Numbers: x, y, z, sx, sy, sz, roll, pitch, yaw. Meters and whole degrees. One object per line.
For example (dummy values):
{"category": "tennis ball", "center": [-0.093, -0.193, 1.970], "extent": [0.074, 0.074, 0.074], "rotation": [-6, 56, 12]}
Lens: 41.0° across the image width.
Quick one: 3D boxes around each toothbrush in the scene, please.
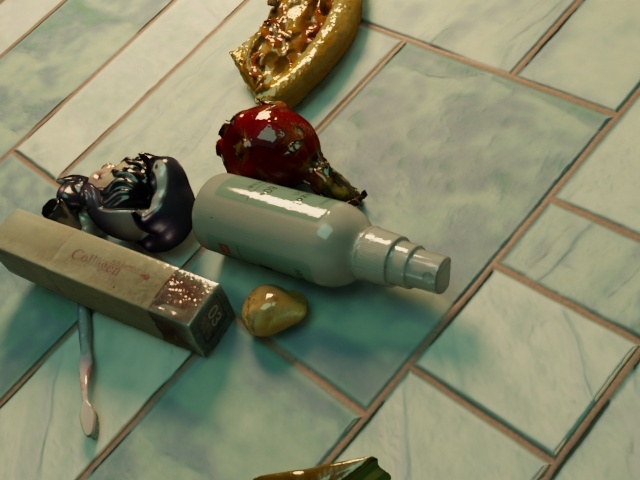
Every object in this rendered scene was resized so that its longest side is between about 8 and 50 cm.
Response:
{"category": "toothbrush", "center": [-0.319, 0.150, 1.158], "extent": [0.021, 0.027, 0.269], "rotation": [-14, 50, -4]}

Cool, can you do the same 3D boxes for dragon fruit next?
{"category": "dragon fruit", "center": [-0.038, -0.110, 1.191], "extent": [0.246, 0.125, 0.125], "rotation": [36, 59, 21]}

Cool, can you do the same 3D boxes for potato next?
{"category": "potato", "center": [-0.058, 0.087, 1.078], "extent": [0.083, 0.062, 0.068], "rotation": [0, 69, -2]}

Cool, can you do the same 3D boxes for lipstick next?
{"category": "lipstick", "center": [-0.292, 0.051, 1.165], "extent": [0.371, 0.080, 0.076], "rotation": [18, 59, 26]}

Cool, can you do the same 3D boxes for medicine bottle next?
{"category": "medicine bottle", "center": [0.000, 0.000, 1.080], "extent": [0.352, 0.110, 0.110], "rotation": [16, 63, 31]}

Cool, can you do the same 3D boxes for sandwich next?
{"category": "sandwich", "center": [0.003, 0.254, 0.911], "extent": [0.116, 0.074, 0.074], "rotation": [-38, 50, -9]}

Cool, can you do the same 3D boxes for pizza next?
{"category": "pizza", "center": [-0.035, -0.332, 1.368], "extent": [0.182, 0.074, 0.365], "rotation": [20, 64, 23]}

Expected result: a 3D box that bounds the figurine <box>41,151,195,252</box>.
{"category": "figurine", "center": [-0.280, -0.048, 1.233], "extent": [0.222, 0.145, 0.145], "rotation": [-8, 52, 30]}
